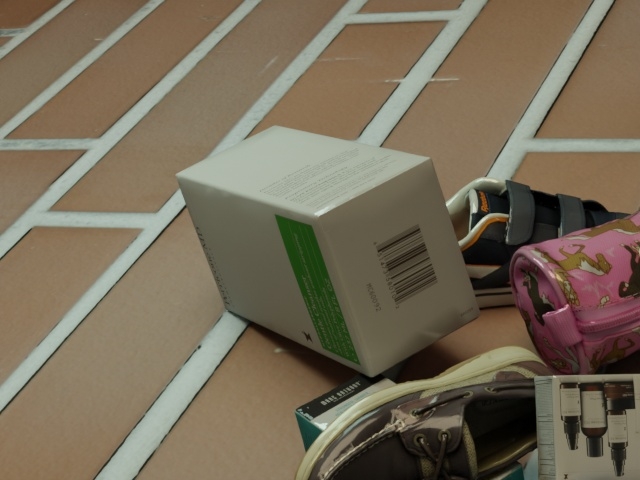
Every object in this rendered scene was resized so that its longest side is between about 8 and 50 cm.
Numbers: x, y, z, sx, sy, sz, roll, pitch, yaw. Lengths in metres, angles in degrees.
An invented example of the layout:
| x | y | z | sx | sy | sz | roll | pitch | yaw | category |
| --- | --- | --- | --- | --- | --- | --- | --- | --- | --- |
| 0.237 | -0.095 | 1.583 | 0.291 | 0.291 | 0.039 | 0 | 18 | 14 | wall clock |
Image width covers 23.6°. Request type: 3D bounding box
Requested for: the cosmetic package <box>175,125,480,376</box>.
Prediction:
| x | y | z | sx | sy | sz | roll | pitch | yaw | category |
| --- | --- | --- | --- | --- | --- | --- | --- | --- | --- |
| 0.000 | 0.000 | 1.708 | 0.155 | 0.197 | 0.365 | -28 | 19 | -22 | cosmetic package |

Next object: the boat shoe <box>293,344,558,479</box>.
| x | y | z | sx | sy | sz | roll | pitch | yaw | category |
| --- | --- | --- | --- | --- | --- | --- | --- | --- | --- |
| 0.109 | 0.180 | 1.374 | 0.285 | 0.102 | 0.092 | -21 | 25 | -27 | boat shoe |

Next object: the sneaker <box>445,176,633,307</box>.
| x | y | z | sx | sy | sz | roll | pitch | yaw | category |
| --- | --- | --- | --- | --- | --- | --- | --- | --- | --- |
| 0.236 | -0.003 | 1.748 | 0.321 | 0.127 | 0.126 | -10 | 27 | 4 | sneaker |

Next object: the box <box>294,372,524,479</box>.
| x | y | z | sx | sy | sz | roll | pitch | yaw | category |
| --- | --- | --- | --- | --- | --- | --- | --- | --- | --- |
| 0.085 | 0.213 | 1.492 | 0.100 | 0.060 | 0.244 | -27 | 31 | -24 | box |

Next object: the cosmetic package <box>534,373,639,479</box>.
| x | y | z | sx | sy | sz | roll | pitch | yaw | category |
| --- | --- | --- | --- | --- | --- | --- | --- | --- | --- |
| 0.314 | 0.167 | 1.362 | 0.239 | 0.099 | 0.060 | -1 | -5 | -10 | cosmetic package |

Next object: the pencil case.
| x | y | z | sx | sy | sz | roll | pitch | yaw | category |
| --- | --- | --- | --- | --- | --- | --- | --- | --- | --- |
| 0.390 | 0.021 | 1.611 | 0.386 | 0.167 | 0.160 | -20 | 65 | -11 | pencil case |
